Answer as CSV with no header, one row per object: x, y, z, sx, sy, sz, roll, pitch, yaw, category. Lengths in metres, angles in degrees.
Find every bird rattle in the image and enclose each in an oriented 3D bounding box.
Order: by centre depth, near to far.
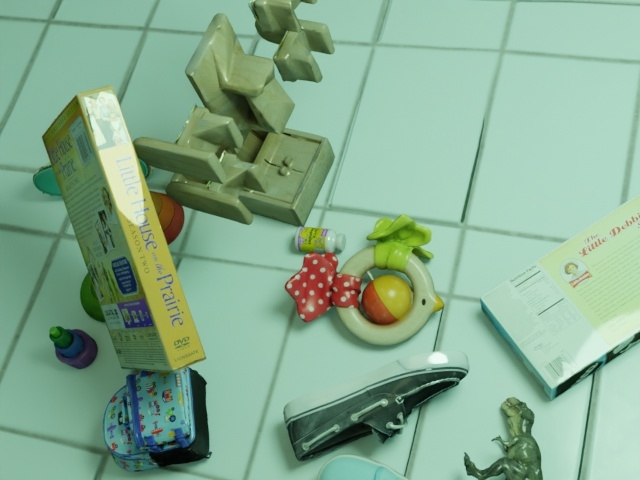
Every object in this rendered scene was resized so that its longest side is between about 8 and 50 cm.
0.083,0.074,1.494,0.254,0.143,0.207,-33,76,-1,bird rattle

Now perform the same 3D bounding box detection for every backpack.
-0.274,0.285,1.478,0.173,0.117,0.158,-14,59,10,backpack

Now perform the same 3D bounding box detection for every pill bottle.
0.000,0.000,1.596,0.083,0.043,0.043,5,64,17,pill bottle

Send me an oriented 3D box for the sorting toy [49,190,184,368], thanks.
-0.374,0.043,1.625,0.127,0.126,0.365,18,68,22,sorting toy

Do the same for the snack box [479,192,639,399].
0.433,0.080,1.430,0.322,0.060,0.187,-32,60,-3,snack box

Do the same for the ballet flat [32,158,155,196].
-0.428,-0.135,1.770,0.241,0.091,0.077,-6,31,7,ballet flat

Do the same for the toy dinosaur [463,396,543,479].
0.274,0.354,1.331,0.118,0.064,0.268,-10,64,2,toy dinosaur

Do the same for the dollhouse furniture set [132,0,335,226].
-0.158,-0.210,1.545,0.257,0.394,0.362,15,68,22,dollhouse furniture set

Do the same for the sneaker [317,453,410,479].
0.127,0.419,1.281,0.366,0.150,0.135,38,77,28,sneaker

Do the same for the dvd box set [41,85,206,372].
-0.317,-0.002,1.440,0.062,0.308,0.420,-20,92,-27,dvd box set

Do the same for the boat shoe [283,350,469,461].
0.091,0.257,1.402,0.301,0.108,0.102,-20,60,7,boat shoe
